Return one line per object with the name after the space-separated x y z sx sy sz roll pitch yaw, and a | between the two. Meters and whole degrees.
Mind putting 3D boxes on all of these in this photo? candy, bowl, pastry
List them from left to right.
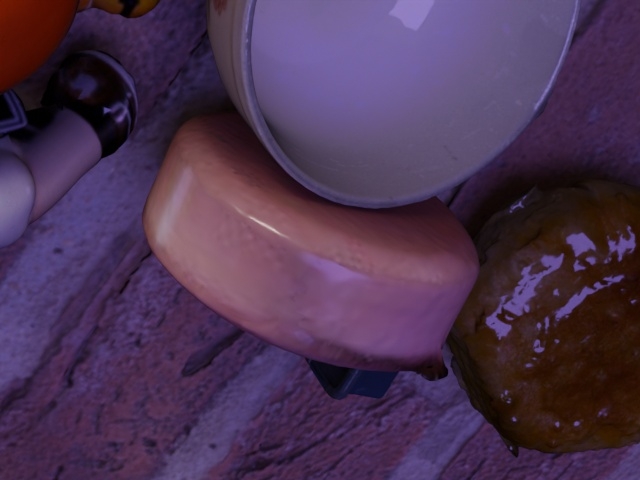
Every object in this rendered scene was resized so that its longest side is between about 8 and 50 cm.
0.000 0.000 1.131 0.255 0.255 0.094 16 113 -22 | candy
0.033 -0.172 1.085 0.277 0.145 0.277 -18 124 -29 | bowl
0.218 0.060 1.303 0.235 0.121 0.257 -30 120 -1 | pastry

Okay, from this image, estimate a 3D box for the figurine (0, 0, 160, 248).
-0.255 -0.150 1.011 0.320 0.196 0.323 -14 132 -8 | figurine

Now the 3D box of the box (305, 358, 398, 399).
0.040 0.081 1.298 0.054 0.074 0.099 17 114 -38 | box
